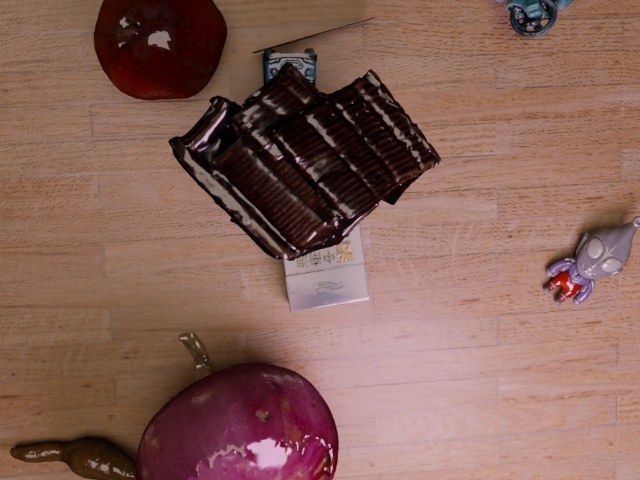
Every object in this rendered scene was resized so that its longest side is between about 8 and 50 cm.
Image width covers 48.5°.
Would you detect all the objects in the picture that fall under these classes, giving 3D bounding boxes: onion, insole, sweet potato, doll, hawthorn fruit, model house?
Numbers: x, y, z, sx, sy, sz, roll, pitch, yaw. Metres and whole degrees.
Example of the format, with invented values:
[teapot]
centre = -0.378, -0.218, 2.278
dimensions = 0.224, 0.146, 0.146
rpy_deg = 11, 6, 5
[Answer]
[onion]
centre = -0.142, 0.366, 1.253
dimensions = 0.358, 0.345, 0.359
rpy_deg = -2, 116, -4
[insole]
centre = -0.011, -0.363, 1.257
dimensions = 0.231, 0.080, 0.003
rpy_deg = -19, 105, -10
[sweet potato]
centre = -0.442, 0.403, 1.327
dimensions = 0.269, 0.075, 0.075
rpy_deg = 11, 97, 3
[doll]
centre = 0.531, 0.034, 1.371
dimensions = 0.227, 0.075, 0.102
rpy_deg = -42, 90, 13
[hawthorn fruit]
centre = -0.270, -0.335, 1.160
dimensions = 0.215, 0.249, 0.215
rpy_deg = 3, 99, 20
[model house]
centre = 0.000, -0.150, 1.099
dimensions = 0.282, 0.297, 0.317
rpy_deg = -41, 95, 25

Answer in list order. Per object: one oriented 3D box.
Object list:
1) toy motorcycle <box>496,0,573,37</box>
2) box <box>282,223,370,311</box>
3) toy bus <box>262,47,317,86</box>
[toy motorcycle]
centre = 0.402, -0.500, 1.253
dimensions = 0.260, 0.154, 0.206
rpy_deg = -42, 77, 5
[box]
centre = 0.000, 0.000, 1.312
dimensions = 0.155, 0.067, 0.243
rpy_deg = -9, 98, -2
[toy bus]
centre = -0.054, -0.271, 1.210
dimensions = 0.090, 0.185, 0.106
rpy_deg = 0, 100, -5
